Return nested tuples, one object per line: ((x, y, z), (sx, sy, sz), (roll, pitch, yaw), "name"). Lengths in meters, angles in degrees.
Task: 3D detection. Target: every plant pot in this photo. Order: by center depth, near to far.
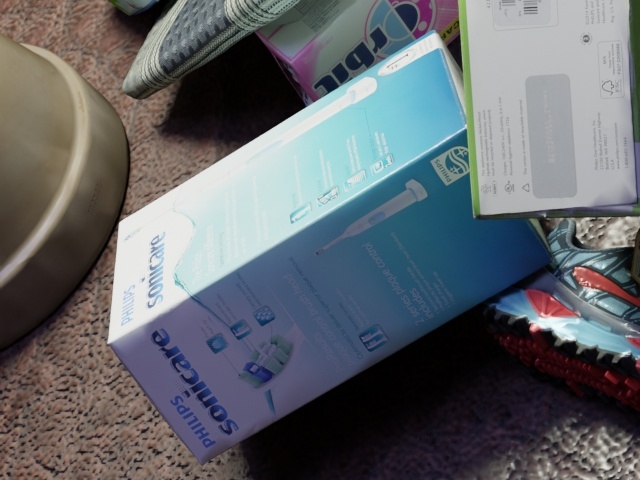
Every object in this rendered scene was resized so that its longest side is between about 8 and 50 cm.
((-0.372, -0.088, 1.681), (0.323, 0.280, 0.323), (-16, 52, 22), "plant pot")

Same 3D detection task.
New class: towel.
((-0.022, -0.275, 1.657), (0.312, 0.056, 0.324), (-26, 32, 58), "towel")

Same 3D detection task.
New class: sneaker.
((0.226, 0.051, 1.314), (0.262, 0.104, 0.125), (24, 71, 42), "sneaker")

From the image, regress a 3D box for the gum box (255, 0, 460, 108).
((0.045, -0.183, 1.598), (0.188, 0.107, 0.062), (-43, 45, -2), "gum box")

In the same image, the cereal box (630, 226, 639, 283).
((0.333, 0.049, 1.228), (0.173, 0.047, 0.240), (-15, 41, -22), "cereal box")

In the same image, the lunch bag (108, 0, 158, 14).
((-0.131, -0.308, 1.772), (0.219, 0.090, 0.176), (-53, 13, -5), "lunch bag")

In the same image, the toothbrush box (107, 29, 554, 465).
((0.000, 0.000, 1.431), (0.296, 0.126, 0.216), (-30, 22, 9), "toothbrush box")

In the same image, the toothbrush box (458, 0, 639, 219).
((0.208, -0.129, 1.289), (0.122, 0.283, 0.206), (-1, 97, 34), "toothbrush box")
